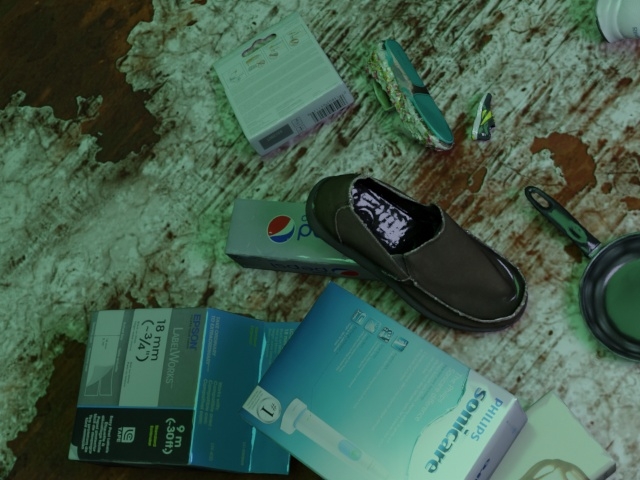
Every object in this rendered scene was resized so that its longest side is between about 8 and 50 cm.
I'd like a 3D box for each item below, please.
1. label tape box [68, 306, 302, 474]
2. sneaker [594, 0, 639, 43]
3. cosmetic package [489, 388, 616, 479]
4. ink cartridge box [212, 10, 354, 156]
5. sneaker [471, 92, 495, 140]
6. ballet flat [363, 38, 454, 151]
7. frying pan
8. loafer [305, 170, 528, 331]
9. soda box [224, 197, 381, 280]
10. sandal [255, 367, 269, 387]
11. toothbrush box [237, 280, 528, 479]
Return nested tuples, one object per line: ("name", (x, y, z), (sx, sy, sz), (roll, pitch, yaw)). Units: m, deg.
("label tape box", (-0.207, 0.227, 1.568), (0.334, 0.106, 0.240), (-4, 70, 25))
("sneaker", (0.541, -0.435, 1.590), (0.129, 0.111, 0.297), (19, 85, 44))
("cosmetic package", (0.245, 0.352, 1.387), (0.296, 0.153, 0.129), (-41, 66, 1))
("ink cartridge box", (-0.069, -0.274, 1.775), (0.189, 0.066, 0.232), (-31, 44, 5))
("sneaker", (0.267, -0.197, 1.647), (0.035, 0.031, 0.083), (15, 80, 7))
("ballet flat", (0.141, -0.225, 1.676), (0.077, 0.091, 0.241), (-44, 56, 32))
("frying pan", (0.417, 0.061, 1.493), (0.326, 0.053, 0.197), (21, 78, 25))
("loafer", (0.151, 0.020, 1.470), (0.366, 0.130, 0.134), (27, 72, -12))
("soda box", (0.000, 0.000, 1.620), (0.286, 0.091, 0.098), (5, 74, 19))
("sandal", (-0.022, 0.233, 1.572), (0.179, 0.040, 0.067), (1, 70, 15))
("toothbrush box", (0.081, 0.225, 1.311), (0.295, 0.126, 0.216), (30, 81, 27))
